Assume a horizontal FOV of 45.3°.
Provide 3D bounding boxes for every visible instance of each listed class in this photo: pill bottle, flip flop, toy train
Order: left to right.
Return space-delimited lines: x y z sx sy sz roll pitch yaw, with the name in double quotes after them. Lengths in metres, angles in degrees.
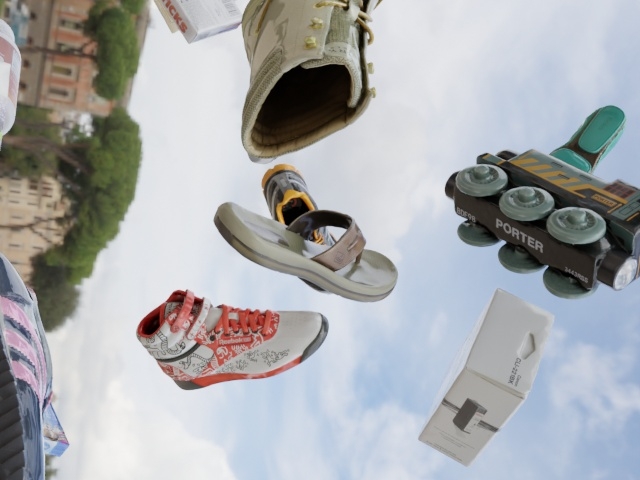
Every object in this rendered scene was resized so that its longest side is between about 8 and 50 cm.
-0.568 -0.280 1.284 0.121 0.121 0.216 121 -33 -42 "pill bottle"
0.000 0.000 0.890 0.080 0.277 0.112 -58 -139 11 "flip flop"
0.343 -0.039 1.135 0.334 0.190 0.142 36 -36 45 "toy train"

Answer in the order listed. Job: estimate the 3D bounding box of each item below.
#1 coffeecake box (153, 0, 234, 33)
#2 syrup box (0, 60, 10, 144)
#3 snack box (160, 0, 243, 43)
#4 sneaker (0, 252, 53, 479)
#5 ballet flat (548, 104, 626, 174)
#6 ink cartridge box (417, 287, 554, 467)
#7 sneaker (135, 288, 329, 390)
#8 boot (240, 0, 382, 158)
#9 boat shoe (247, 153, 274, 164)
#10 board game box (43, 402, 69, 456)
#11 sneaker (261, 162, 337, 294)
-0.135 -0.371 1.082 0.068 0.185 0.142 62 8 -20 "coffeecake box"
-0.405 -0.126 0.752 0.237 0.093 0.096 1 -96 43 "syrup box"
-0.145 -0.272 0.725 0.022 0.064 0.178 -32 -89 50 "snack box"
-0.245 0.134 0.594 0.131 0.112 0.319 61 5 -51 "sneaker"
0.457 -0.139 1.372 0.083 0.247 0.087 40 -17 23 "ballet flat"
0.291 0.246 1.366 0.197 0.114 0.273 -56 170 -40 "ink cartridge box"
-0.134 0.127 1.097 0.270 0.145 0.090 -18 -143 22 "sneaker"
0.021 -0.163 0.516 0.213 0.077 0.165 -39 -147 30 "boot"
-0.046 -0.210 1.035 0.080 0.076 0.228 -6 -104 55 "boat shoe"
-0.301 0.169 0.757 0.020 0.090 0.090 -50 -131 6 "board game box"
-0.023 -0.004 1.103 0.215 0.084 0.083 62 -2 -26 "sneaker"
